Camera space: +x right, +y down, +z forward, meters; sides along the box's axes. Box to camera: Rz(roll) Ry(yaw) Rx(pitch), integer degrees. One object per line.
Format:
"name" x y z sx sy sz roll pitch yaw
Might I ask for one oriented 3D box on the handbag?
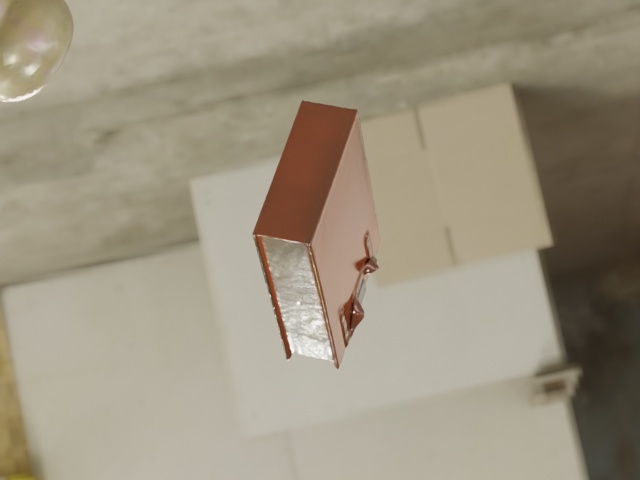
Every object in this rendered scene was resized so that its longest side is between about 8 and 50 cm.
"handbag" 0.000 0.000 1.426 0.062 0.127 0.190 10 150 15

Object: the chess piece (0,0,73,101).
"chess piece" -0.250 -0.166 0.880 0.124 0.307 0.139 -49 -158 11
